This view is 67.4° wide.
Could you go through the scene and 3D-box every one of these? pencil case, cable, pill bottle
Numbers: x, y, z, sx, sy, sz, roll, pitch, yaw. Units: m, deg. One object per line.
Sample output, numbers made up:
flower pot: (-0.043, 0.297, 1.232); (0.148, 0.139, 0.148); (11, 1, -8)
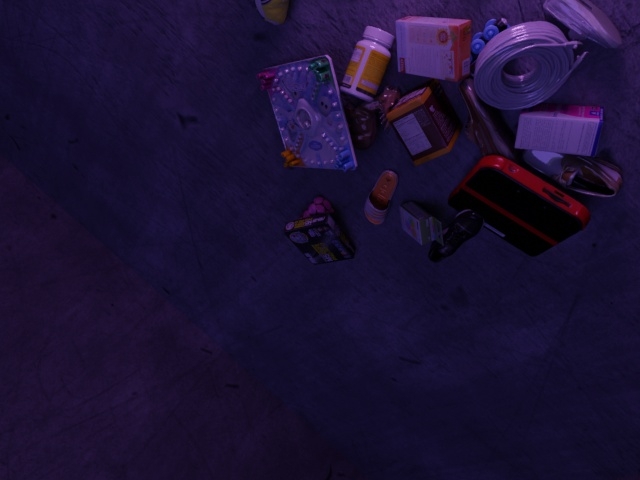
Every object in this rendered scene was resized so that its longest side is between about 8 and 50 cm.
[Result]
pencil case: (-0.032, -0.095, 2.095); (0.098, 0.095, 0.209); (19, 143, -22)
cable: (0.562, -0.484, 1.342); (0.256, 0.089, 0.257); (11, 148, -7)
pill bottle: (0.151, -0.558, 1.527); (0.119, 0.119, 0.209); (26, 107, 11)

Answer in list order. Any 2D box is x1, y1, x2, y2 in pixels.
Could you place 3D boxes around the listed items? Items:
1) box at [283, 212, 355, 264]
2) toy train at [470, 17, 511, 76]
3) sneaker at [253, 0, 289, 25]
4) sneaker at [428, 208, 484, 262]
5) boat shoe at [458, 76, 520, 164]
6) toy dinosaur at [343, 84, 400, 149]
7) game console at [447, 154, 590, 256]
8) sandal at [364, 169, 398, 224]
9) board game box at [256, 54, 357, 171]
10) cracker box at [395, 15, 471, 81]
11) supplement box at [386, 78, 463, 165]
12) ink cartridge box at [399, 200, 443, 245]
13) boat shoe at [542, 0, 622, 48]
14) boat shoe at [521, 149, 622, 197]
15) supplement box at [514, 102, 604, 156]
box: (0.000, 0.000, 2.088); (0.216, 0.060, 0.270); (-11, 140, 27)
toy train: (0.485, -0.555, 1.402); (0.105, 0.080, 0.184); (38, 136, -10)
sneaker: (-0.117, -0.825, 1.465); (0.147, 0.145, 0.385); (21, 151, 8)
sneaker: (0.500, -0.001, 1.782); (0.107, 0.124, 0.283); (34, 146, 1)
boat shoe: (0.512, -0.357, 1.519); (0.116, 0.123, 0.324); (-17, 115, 45)
toy dinosaur: (0.164, -0.403, 1.699); (0.200, 0.127, 0.296); (20, 139, 7)
game console: (0.653, -0.108, 1.618); (0.386, 0.060, 0.342); (33, 160, 5)
sandal: (0.226, -0.158, 1.888); (0.101, 0.076, 0.265); (26, 135, 11)
board game box: (-0.059, -0.438, 1.733); (0.389, 0.050, 0.390); (13, 128, 49)
cracker box: (0.332, -0.574, 1.429); (0.232, 0.067, 0.156); (29, 141, 42)
supplement box: (0.340, -0.385, 1.548); (0.129, 0.191, 0.194); (-19, 114, 40)
ink cartridge box: (0.375, -0.056, 1.804); (0.209, 0.062, 0.109); (-128, 20, -55)
boat shoe: (0.688, -0.575, 1.268); (0.227, 0.079, 0.081); (42, 145, 1)
boat shoe: (0.772, -0.221, 1.479); (0.302, 0.103, 0.113); (21, 134, 15)
supplement box: (0.705, -0.332, 1.424); (0.219, 0.111, 0.114); (11, 130, 24)
